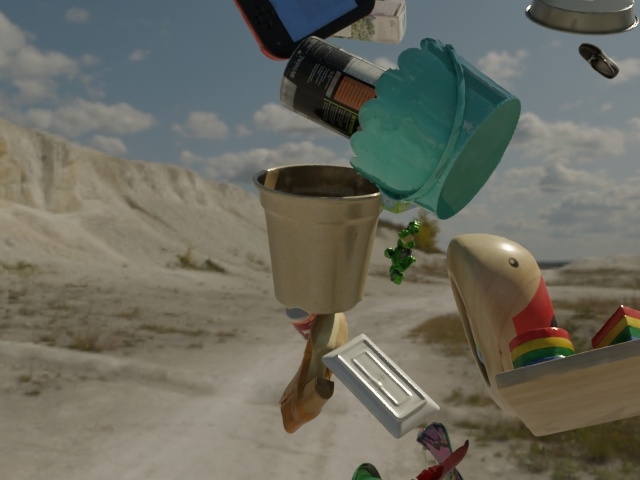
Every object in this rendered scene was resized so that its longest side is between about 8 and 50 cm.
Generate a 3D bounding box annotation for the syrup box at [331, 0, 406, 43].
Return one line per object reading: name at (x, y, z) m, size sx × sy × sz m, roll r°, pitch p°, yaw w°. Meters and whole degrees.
syrup box at (0.135, -0.666, 2.201) m, size 0.236 × 0.096 × 0.093 m, roll 10°, pitch -39°, yaw 15°

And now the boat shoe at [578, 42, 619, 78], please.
boat shoe at (0.731, -0.473, 1.934) m, size 0.038 × 0.125 × 0.046 m, roll -43°, pitch -6°, yaw -35°

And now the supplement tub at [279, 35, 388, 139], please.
supplement tub at (0.074, -0.352, 1.792) m, size 0.315 × 0.194 × 0.193 m, roll 28°, pitch 4°, yaw 11°

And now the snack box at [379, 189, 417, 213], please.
snack box at (0.208, -0.182, 1.594) m, size 0.174 × 0.207 × 0.070 m, roll -19°, pitch 23°, yaw -24°

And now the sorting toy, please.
sorting toy at (0.404, 0.185, 1.066) m, size 0.257 × 0.090 × 0.255 m, roll -18°, pitch -35°, yaw 19°

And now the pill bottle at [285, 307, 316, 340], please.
pill bottle at (-0.030, 0.220, 1.984) m, size 0.086 × 0.086 × 0.152 m, roll -2°, pitch -38°, yaw 26°

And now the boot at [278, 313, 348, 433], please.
boot at (-0.029, 0.319, 1.838) m, size 0.104 × 0.295 × 0.211 m, roll 25°, pitch -43°, yaw -17°

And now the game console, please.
game console at (-0.061, -0.687, 1.924) m, size 0.386 × 0.342 × 0.060 m, roll -35°, pitch 14°, yaw -24°

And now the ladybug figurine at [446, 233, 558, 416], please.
ladybug figurine at (0.382, 0.168, 1.493) m, size 0.161 × 0.450 × 0.305 m, roll -20°, pitch 36°, yaw 4°

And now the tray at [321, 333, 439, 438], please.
tray at (0.138, 0.325, 1.700) m, size 0.145 × 0.030 × 0.270 m, roll -26°, pitch 53°, yaw -32°

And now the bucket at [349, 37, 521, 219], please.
bucket at (0.200, -0.182, 1.259) m, size 0.183 × 0.281 × 0.281 m, roll 36°, pitch 14°, yaw 23°

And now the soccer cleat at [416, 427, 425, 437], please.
soccer cleat at (0.318, 0.576, 2.122) m, size 0.083 × 0.036 × 0.029 m, roll 28°, pitch -26°, yaw 28°

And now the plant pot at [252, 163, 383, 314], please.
plant pot at (0.000, 0.000, 1.773) m, size 0.333 × 0.306 × 0.334 m, roll 2°, pitch 18°, yaw -1°

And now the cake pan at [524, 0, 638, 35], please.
cake pan at (0.697, -0.620, 1.948) m, size 0.292 × 0.054 × 0.293 m, roll 0°, pitch 35°, yaw 0°

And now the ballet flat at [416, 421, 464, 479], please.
ballet flat at (0.248, 0.468, 1.477) m, size 0.079 × 0.222 × 0.077 m, roll -27°, pitch 18°, yaw -7°

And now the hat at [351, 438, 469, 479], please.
hat at (0.148, 0.390, 1.024) m, size 0.183 × 0.173 × 0.208 m, roll -12°, pitch -26°, yaw 19°

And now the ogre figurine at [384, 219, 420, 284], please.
ogre figurine at (0.249, 0.046, 2.230) m, size 0.096 × 0.197 × 0.118 m, roll 1°, pitch -14°, yaw -9°
